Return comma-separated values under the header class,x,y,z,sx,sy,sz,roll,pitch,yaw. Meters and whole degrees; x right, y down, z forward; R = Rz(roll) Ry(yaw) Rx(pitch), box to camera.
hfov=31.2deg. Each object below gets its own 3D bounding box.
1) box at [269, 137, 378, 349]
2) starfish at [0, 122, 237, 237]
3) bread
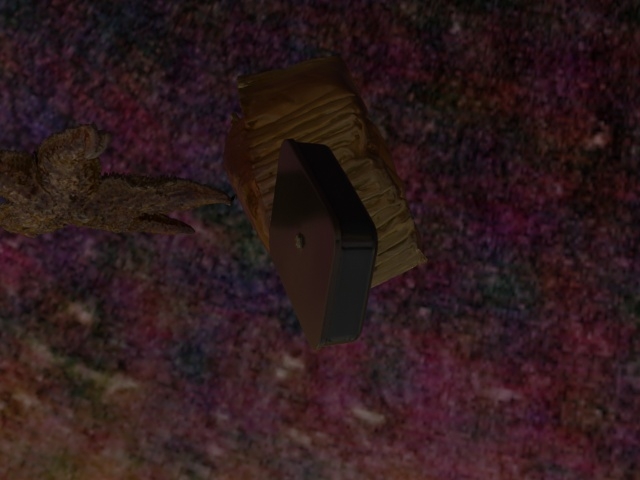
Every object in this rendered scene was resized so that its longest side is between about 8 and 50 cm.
class,x,y,z,sx,sy,sz,roll,pitch,yaw
box,0.000,0.000,0.699,0.031,0.126,0.091,-1,121,-18
starfish,-0.188,-0.032,0.878,0.227,0.043,0.240,13,161,-29
bread,-0.001,-0.055,0.990,0.133,0.250,0.179,-26,124,6
